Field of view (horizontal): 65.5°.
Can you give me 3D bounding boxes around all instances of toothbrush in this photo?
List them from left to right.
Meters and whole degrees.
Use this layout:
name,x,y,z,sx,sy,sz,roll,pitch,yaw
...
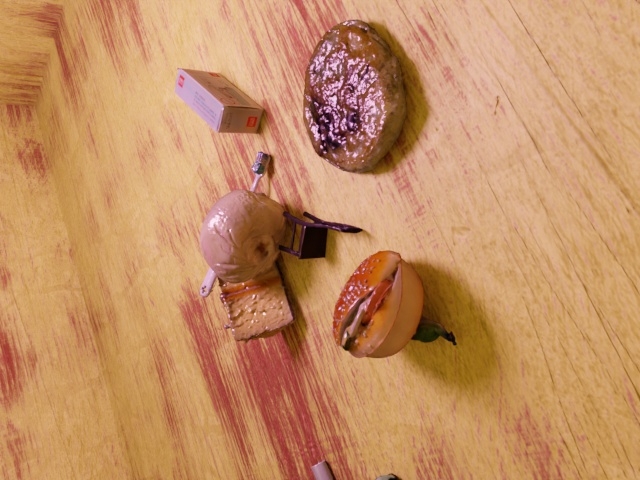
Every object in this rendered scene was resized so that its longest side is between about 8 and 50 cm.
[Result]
name,x,y,z,sx,sy,sz,roll,pitch,yaw
toothbrush,-0.226,-0.041,1.325,0.042,0.040,0.417,23,91,29

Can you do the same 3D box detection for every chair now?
name,x,y,z,sx,sy,sz,roll,pitch,yaw
chair,0.000,0.000,1.163,0.213,0.084,0.101,21,107,44

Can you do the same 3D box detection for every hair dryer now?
name,x,y,z,sx,sy,sz,roll,pitch,yaw
hair dryer,0.067,0.601,1.218,0.183,0.044,0.154,-45,64,36

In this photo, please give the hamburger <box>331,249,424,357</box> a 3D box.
name,x,y,z,sx,sy,sz,roll,pitch,yaw
hamburger,0.108,0.123,0.972,0.236,0.148,0.237,-61,10,18

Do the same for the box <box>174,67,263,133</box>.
name,x,y,z,sx,sy,sz,roll,pitch,yaw
box,-0.288,-0.389,1.379,0.269,0.135,0.079,44,126,35

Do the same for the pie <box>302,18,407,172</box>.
name,x,y,z,sx,sy,sz,roll,pitch,yaw
pie,0.056,-0.294,1.066,0.323,0.071,0.322,11,105,48

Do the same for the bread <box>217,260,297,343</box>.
name,x,y,z,sx,sy,sz,roll,pitch,yaw
bread,-0.173,0.133,1.350,0.178,0.142,0.265,-23,70,8

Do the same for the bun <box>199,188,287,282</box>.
name,x,y,z,sx,sy,sz,roll,pitch,yaw
bun,-0.172,-0.008,1.244,0.153,0.244,0.243,26,115,35

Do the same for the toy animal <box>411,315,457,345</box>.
name,x,y,z,sx,sy,sz,roll,pitch,yaw
toy animal,0.186,0.169,1.016,0.217,0.041,0.074,-7,92,52

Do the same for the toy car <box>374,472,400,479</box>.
name,x,y,z,sx,sy,sz,roll,pitch,yaw
toy car,0.145,0.613,0.995,0.306,0.125,0.136,-124,53,-66
